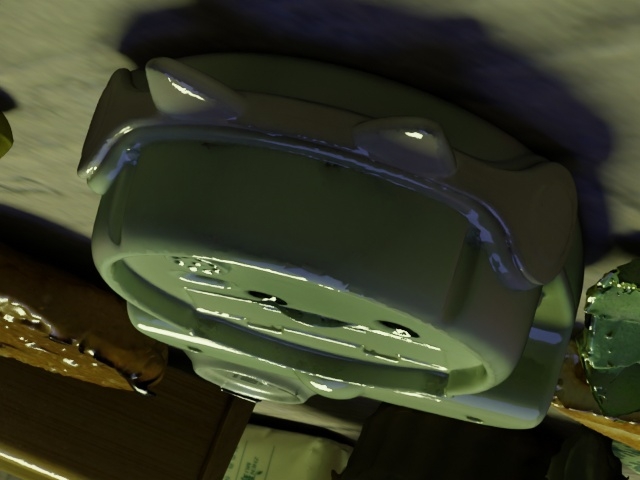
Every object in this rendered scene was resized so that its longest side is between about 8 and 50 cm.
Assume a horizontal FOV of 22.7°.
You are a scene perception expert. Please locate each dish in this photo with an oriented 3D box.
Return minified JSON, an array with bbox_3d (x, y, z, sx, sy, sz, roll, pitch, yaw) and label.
[{"bbox_3d":[-0.050,0.089,1.275,0.190,0.066,0.191,15,165,4],"label":"dish"}]

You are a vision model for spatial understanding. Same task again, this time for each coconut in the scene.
[{"bbox_3d":[0.203,0.049,0.875,0.133,0.055,0.158,9,150,-10],"label":"coconut"}]

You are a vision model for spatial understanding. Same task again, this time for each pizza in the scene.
[{"bbox_3d":[0.255,0.129,1.115,0.271,0.056,0.134,24,165,-20],"label":"pizza"}]

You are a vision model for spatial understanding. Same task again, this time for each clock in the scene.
[{"bbox_3d":[0.000,0.000,0.832,0.265,0.109,0.324,14,164,13],"label":"clock"}]

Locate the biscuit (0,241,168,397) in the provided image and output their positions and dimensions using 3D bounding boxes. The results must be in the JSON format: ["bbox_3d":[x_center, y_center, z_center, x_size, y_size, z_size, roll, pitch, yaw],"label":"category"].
[{"bbox_3d":[-0.261,0.049,1.333,0.296,0.075,0.296,20,165,5],"label":"biscuit"}]

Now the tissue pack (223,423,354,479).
[{"bbox_3d":[-0.107,0.402,1.841,0.297,0.380,0.207,9,165,32],"label":"tissue pack"}]

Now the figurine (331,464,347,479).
[{"bbox_3d":[0.008,0.322,1.604,0.343,0.187,0.215,-26,-177,-37],"label":"figurine"}]

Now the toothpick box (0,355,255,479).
[{"bbox_3d":[-0.245,0.174,1.589,0.308,0.190,0.187,24,164,-8],"label":"toothpick box"}]

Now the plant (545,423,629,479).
[{"bbox_3d":[0.219,0.307,1.268,0.213,0.312,0.215,-21,-156,-19],"label":"plant"}]

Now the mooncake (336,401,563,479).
[{"bbox_3d":[0.131,0.223,1.457,0.228,0.124,0.228,18,160,7],"label":"mooncake"}]

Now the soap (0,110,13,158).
[{"bbox_3d":[-0.245,-0.067,0.975,0.089,0.045,0.140,21,165,-30],"label":"soap"}]

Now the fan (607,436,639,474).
[{"bbox_3d":[0.298,0.185,1.349,0.131,0.009,0.240,12,164,16],"label":"fan"}]
